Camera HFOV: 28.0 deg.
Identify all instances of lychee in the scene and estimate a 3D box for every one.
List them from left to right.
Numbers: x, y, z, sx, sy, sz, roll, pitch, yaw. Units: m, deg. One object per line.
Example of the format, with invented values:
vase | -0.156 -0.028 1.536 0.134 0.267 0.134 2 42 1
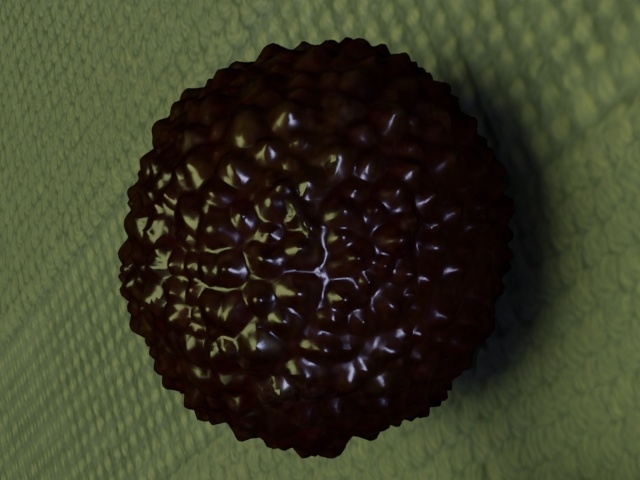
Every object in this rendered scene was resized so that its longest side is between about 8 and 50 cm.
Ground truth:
lychee | 0.000 0.000 0.839 0.264 0.300 0.264 7 113 17
